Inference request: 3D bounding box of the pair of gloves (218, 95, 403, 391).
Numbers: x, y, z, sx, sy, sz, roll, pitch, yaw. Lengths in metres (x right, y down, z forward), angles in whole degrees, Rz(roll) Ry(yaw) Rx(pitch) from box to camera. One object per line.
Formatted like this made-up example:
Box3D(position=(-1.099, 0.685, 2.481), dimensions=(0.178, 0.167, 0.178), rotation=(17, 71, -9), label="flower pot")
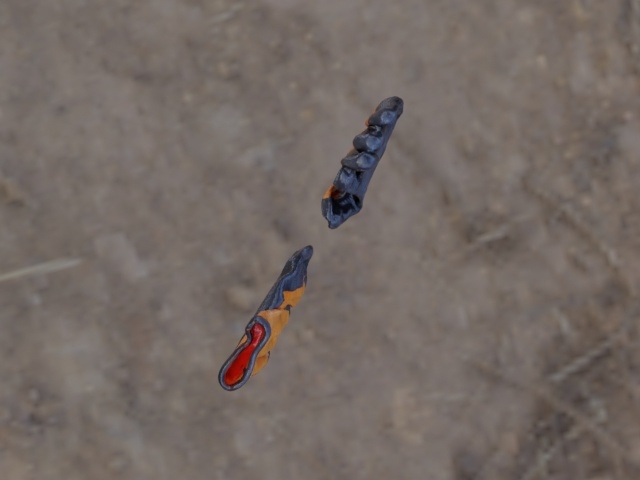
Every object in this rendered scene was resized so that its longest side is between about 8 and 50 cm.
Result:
Box3D(position=(0.000, 0.000, 0.507), dimensions=(0.010, 0.083, 0.074), rotation=(29, 8, 2), label="pair of gloves")
